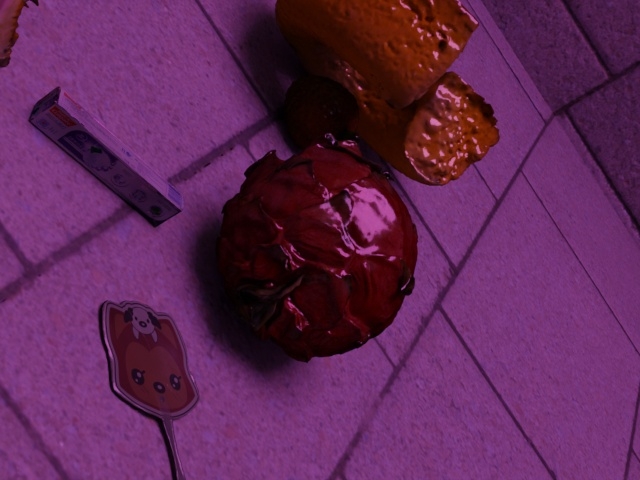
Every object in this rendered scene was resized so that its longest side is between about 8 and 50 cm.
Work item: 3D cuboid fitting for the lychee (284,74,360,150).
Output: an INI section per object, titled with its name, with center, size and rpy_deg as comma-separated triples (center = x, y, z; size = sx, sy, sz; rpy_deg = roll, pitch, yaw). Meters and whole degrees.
[lychee]
center = 0.004, -0.184, 1.724
size = 0.146, 0.114, 0.114
rpy_deg = 49, 22, 23

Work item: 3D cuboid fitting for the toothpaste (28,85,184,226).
[toothpaste]
center = -0.233, -0.092, 1.294
size = 0.196, 0.047, 0.040
rpy_deg = 42, 34, -30

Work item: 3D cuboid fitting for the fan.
[fan]
center = -0.165, 0.159, 1.195
size = 0.132, 0.009, 0.220
rpy_deg = 18, 47, -52

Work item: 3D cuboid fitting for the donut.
[donut]
center = 0.088, -0.275, 1.785
size = 0.378, 0.163, 0.435
rpy_deg = 40, -9, 33

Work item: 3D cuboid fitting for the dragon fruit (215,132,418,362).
[dragon fruit]
center = 0.000, 0.000, 1.385
size = 0.244, 0.244, 0.298
rpy_deg = 35, 53, -39

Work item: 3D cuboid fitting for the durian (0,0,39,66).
[durian]
center = -0.372, -0.319, 1.138
size = 0.305, 0.196, 0.185
rpy_deg = 33, 30, -38
